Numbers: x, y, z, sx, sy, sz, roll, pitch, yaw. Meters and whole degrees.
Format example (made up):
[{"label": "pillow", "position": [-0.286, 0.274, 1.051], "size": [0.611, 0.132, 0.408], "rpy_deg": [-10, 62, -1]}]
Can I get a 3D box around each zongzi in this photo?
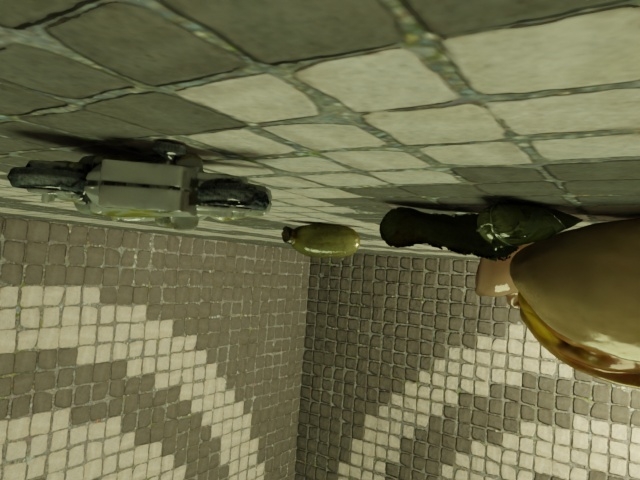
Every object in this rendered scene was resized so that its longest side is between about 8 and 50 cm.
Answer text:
[{"label": "zongzi", "position": [0.253, -0.024, 0.622], "size": [0.119, 0.055, 0.109], "rpy_deg": [-9, 171, 24]}]

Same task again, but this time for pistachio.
[{"label": "pistachio", "position": [0.415, 0.069, 0.668], "size": [0.308, 0.230, 0.230], "rpy_deg": [-3, 174, 29]}]

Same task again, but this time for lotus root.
[{"label": "lotus root", "position": [0.000, 0.001, 1.172], "size": [0.183, 0.077, 0.090], "rpy_deg": [3, 177, -19]}]

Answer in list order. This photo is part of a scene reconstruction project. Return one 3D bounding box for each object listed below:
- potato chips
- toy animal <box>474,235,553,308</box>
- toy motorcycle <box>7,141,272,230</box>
[{"label": "potato chips", "position": [0.190, -0.007, 0.719], "size": [0.209, 0.026, 0.142], "rpy_deg": [-5, -147, -21]}, {"label": "toy animal", "position": [0.420, 0.062, 1.037], "size": [0.197, 0.171, 0.171], "rpy_deg": [6, 178, 9]}, {"label": "toy motorcycle", "position": [-0.161, -0.047, 0.498], "size": [0.228, 0.074, 0.151], "rpy_deg": [3, 180, -7]}]
